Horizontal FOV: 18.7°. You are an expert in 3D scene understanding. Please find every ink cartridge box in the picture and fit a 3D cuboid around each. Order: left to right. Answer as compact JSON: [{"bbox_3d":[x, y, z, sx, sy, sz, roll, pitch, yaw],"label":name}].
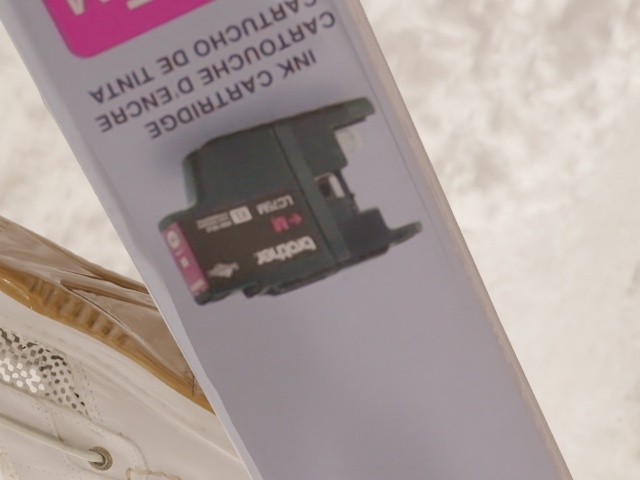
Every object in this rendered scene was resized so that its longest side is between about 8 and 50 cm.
[{"bbox_3d":[0.000,0.000,0.422,0.311,0.065,0.186,61,4,-25],"label":"ink cartridge box"}]

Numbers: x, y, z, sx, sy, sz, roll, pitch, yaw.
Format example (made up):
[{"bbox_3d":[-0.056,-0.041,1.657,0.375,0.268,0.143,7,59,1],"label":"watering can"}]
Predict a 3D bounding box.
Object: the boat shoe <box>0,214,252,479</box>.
[{"bbox_3d":[-0.104,0.067,0.837,0.096,0.277,0.098,-62,177,14],"label":"boat shoe"}]
